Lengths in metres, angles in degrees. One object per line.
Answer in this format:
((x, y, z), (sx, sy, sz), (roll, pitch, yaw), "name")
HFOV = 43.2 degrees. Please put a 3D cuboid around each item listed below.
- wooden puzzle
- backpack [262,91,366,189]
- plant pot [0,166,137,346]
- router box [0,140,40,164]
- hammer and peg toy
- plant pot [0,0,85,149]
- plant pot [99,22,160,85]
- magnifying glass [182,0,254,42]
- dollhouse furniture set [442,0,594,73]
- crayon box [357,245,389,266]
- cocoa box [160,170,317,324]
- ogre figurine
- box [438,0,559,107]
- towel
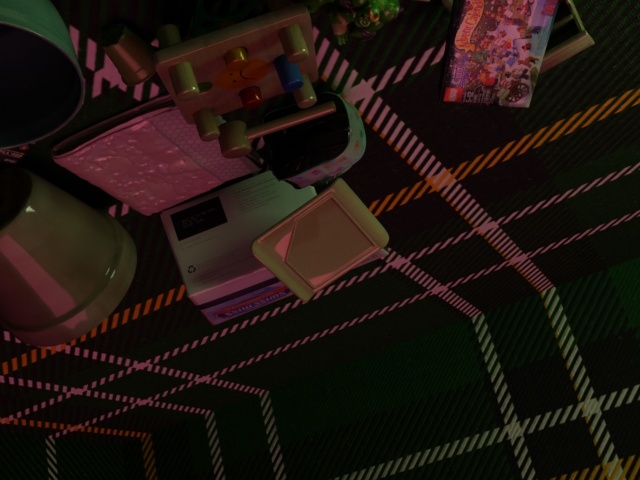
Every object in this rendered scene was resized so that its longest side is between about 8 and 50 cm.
((0.000, 0.000, 1.695), (0.238, 0.044, 0.221), (-38, 131, 7), "wooden puzzle")
((-0.001, -0.201, 1.613), (0.188, 0.166, 0.144), (-24, 156, 30), "backpack")
((-0.584, 0.011, 1.642), (0.323, 0.323, 0.280), (-19, 140, 10), "plant pot")
((-0.591, -0.188, 1.477), (0.092, 0.038, 0.122), (-31, 151, 35), "router box")
((-0.122, -0.278, 1.397), (0.266, 0.127, 0.361), (-20, 166, 0), "hammer and peg toy")
((-0.490, -0.284, 1.125), (0.293, 0.196, 0.293), (-12, 156, -6), "plant pot")
((-0.316, -0.311, 1.322), (0.083, 0.083, 0.079), (-21, 143, 17), "plant pot")
((-0.193, -0.355, 1.343), (0.092, 0.026, 0.231), (8, 149, -40), "magnifying glass")
((0.340, -0.410, 1.343), (0.212, 0.161, 0.242), (-28, 153, 29), "dollhouse furniture set")
((0.027, -0.004, 2.166), (0.203, 0.083, 0.323), (-23, 155, 19), "crayon box")
((-0.151, 0.010, 1.874), (0.347, 0.231, 0.228), (-21, 156, -2), "cocoa box")
((0.049, -0.391, 1.322), (0.118, 0.097, 0.197), (-12, 140, 37), "ogre figurine")
((0.290, -0.327, 1.336), (0.159, 0.044, 0.233), (2, 138, 0), "box")
((-0.322, -0.167, 1.656), (0.317, 0.053, 0.332), (-20, 155, 15), "towel")
